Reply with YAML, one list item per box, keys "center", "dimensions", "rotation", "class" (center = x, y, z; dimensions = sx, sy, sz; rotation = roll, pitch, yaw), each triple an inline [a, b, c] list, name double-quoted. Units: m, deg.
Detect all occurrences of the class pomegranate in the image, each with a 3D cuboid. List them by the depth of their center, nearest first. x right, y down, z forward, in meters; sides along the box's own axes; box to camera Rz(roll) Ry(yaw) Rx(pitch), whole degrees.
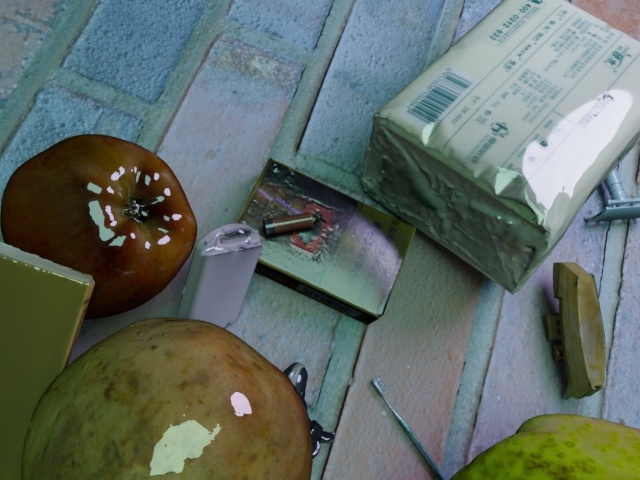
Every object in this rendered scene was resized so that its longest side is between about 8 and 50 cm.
- center: [-0.148, 0.209, 0.567]
  dimensions: [0.282, 0.281, 0.280]
  rotation: [3, 72, -10]
  class: "pomegranate"

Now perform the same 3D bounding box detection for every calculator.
- center: [-0.131, 0.056, 0.720]
  dimensions: [0.032, 0.174, 0.100]
  rotation: [37, 30, 30]
  class: "calculator"

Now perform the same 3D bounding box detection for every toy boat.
- center: [0.376, 0.135, 0.838]
  dimensions: [0.065, 0.072, 0.205]
  rotation: [3, 82, -27]
  class: "toy boat"

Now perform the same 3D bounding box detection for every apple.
- center: [-0.265, -0.021, 0.680]
  dimensions: [0.234, 0.234, 0.233]
  rotation: [3, 72, -10]
  class: "apple"

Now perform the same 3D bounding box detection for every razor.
- center: [0.484, -0.144, 0.961]
  dimensions: [0.106, 0.068, 0.231]
  rotation: [-5, 68, -13]
  class: "razor"

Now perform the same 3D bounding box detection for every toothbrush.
- center: [0.123, 0.262, 0.778]
  dimensions: [0.014, 0.011, 0.167]
  rotation: [-32, 80, -24]
  class: "toothbrush"

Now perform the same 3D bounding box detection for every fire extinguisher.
- center: [-0.035, -0.022, 0.759]
  dimensions: [0.084, 0.022, 0.028]
  rotation: [-10, 38, -14]
  class: "fire extinguisher"

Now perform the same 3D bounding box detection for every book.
- center: [-0.424, 0.169, 0.595]
  dimensions: [0.269, 0.032, 0.388]
  rotation: [22, 100, -4]
  class: "book"

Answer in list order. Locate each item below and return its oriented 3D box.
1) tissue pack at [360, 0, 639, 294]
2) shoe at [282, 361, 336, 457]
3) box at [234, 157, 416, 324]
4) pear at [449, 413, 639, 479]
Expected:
- center: [0.290, -0.160, 0.828]
  dimensions: [0.297, 0.207, 0.380]
  rotation: [40, 68, 20]
  class: "tissue pack"
- center: [-0.029, 0.248, 0.725]
  dimensions: [0.100, 0.071, 0.168]
  rotation: [19, 73, -8]
  class: "shoe"
- center: [0.000, 0.000, 0.810]
  dimensions: [0.240, 0.071, 0.159]
  rotation: [26, 71, -3]
  class: "box"
- center: [0.293, 0.369, 0.594]
  dimensions: [0.392, 0.391, 0.390]
  rotation: [3, 72, -10]
  class: "pear"
